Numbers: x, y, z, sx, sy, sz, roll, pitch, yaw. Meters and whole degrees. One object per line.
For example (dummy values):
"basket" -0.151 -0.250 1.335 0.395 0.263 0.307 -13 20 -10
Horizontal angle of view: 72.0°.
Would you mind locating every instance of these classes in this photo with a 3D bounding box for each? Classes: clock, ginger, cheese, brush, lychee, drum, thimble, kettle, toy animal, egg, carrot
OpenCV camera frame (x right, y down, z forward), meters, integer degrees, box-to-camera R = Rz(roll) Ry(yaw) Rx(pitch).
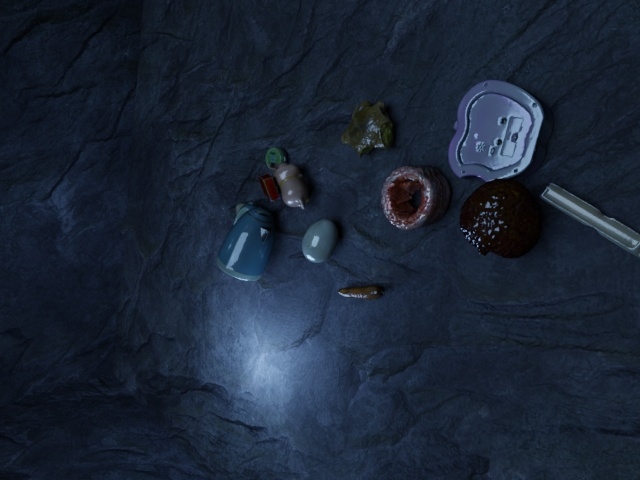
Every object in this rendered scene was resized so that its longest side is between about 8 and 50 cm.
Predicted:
"clock" 0.571 -0.349 1.446 0.338 0.102 0.339 5 97 41
"ginger" 0.169 -0.444 1.768 0.270 0.123 0.219 0 97 41
"cheese" -0.376 -0.158 2.323 0.192 0.037 0.097 -4 93 42
"brush" 0.813 -0.066 1.308 0.321 0.050 0.060 40 116 22
"lychee" 0.565 -0.066 1.382 0.260 0.260 0.261 5 97 40
"drum" -0.205 -0.329 2.153 0.130 0.049 0.253 -3 97 42
"thimble" 0.350 -0.162 1.621 0.239 0.162 0.239 5 97 44
"kettle" -0.366 -0.023 2.213 0.319 0.247 0.342 40 112 44
"toy animal" -0.129 -0.249 2.019 0.248 0.149 0.165 55 160 27
"egg" 0.000 0.000 1.940 0.151 0.151 0.209 37 116 32
"carrot" 0.164 0.224 1.888 0.247 0.059 0.059 -7 90 44

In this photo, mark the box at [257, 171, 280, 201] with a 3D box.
"box" -0.244 -0.256 2.072 0.175 0.048 0.112 -135 24 -65
